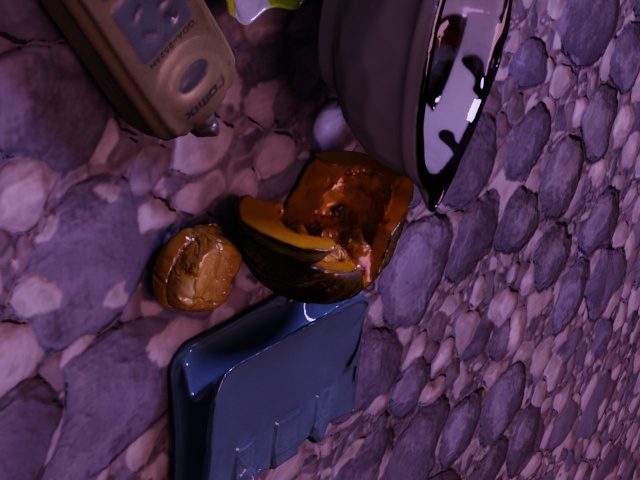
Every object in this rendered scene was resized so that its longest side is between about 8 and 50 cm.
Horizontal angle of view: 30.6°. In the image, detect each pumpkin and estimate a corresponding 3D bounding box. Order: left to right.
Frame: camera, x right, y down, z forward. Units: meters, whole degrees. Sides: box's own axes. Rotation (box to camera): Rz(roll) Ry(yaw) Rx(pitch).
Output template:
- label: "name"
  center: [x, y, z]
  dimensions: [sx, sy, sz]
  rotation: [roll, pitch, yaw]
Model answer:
- label: "pumpkin"
  center: [0.000, 0.000, 1.040]
  dimensions: [0.183, 0.119, 0.108]
  rotation: [-28, 142, -45]

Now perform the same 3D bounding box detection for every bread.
- label: "bread"
  center: [-0.103, 0.024, 0.976]
  dimensions: [0.083, 0.046, 0.081]
  rotation: [-41, 145, -36]

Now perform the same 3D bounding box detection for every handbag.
- label: "handbag"
  center: [-0.047, 0.145, 1.118]
  dimensions: [0.229, 0.062, 0.179]
  rotation: [-28, 134, -44]

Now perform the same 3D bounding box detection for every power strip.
- label: "power strip"
  center: [-0.146, -0.188, 0.769]
  dimensions: [0.092, 0.066, 0.387]
  rotation: [-52, 144, -17]

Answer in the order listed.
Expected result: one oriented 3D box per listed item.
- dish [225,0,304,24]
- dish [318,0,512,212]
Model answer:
- label: "dish"
  center: [-0.041, -0.223, 0.917]
  dimensions: [0.137, 0.039, 0.091]
  rotation: [-44, 144, -32]
- label: "dish"
  center: [0.078, -0.186, 0.998]
  dimensions: [0.303, 0.120, 0.303]
  rotation: [17, 90, -74]
